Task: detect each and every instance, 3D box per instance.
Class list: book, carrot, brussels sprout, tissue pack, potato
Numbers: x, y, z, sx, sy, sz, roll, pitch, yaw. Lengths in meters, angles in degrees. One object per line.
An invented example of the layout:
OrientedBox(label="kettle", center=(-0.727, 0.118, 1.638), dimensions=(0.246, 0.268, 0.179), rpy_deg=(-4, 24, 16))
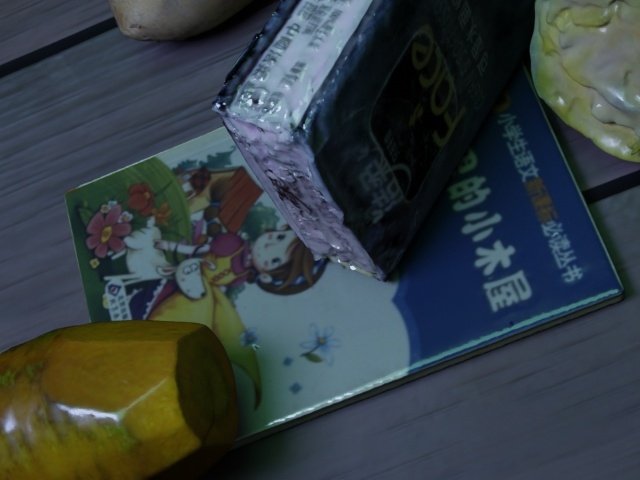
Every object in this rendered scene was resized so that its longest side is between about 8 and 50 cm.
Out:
OrientedBox(label="book", center=(0.000, 0.000, 0.903), dimensions=(0.322, 0.018, 0.228), rpy_deg=(-23, 58, 7))
OrientedBox(label="carrot", center=(-0.195, 0.126, 0.839), dimensions=(0.302, 0.114, 0.114), rpy_deg=(-19, 58, 17))
OrientedBox(label="brussels sprout", center=(0.206, -0.127, 0.837), dimensions=(0.149, 0.151, 0.122), rpy_deg=(-1, 29, 47))
OrientedBox(label="tissue pack", center=(0.049, -0.115, 0.834), dimensions=(0.073, 0.173, 0.235), rpy_deg=(22, 70, 30))
OrientedBox(label="potato", center=(-0.085, -0.201, 0.992), dimensions=(0.147, 0.112, 0.112), rpy_deg=(-28, 57, -6))
